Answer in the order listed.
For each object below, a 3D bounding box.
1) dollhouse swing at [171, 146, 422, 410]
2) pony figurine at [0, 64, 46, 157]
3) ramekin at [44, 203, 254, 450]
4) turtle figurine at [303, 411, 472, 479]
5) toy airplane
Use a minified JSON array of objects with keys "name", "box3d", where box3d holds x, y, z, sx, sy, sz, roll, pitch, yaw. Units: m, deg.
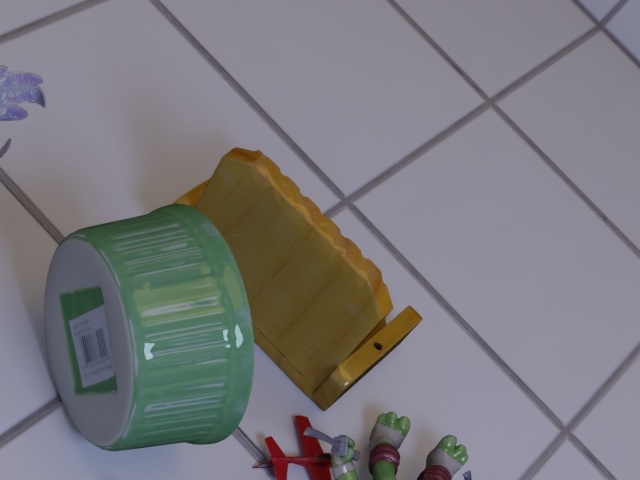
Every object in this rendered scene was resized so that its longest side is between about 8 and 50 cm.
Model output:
[{"name":"dollhouse swing","box3d":[0.000,0.000,2.099,0.347,0.305,0.315,46,41,7]},{"name":"pony figurine","box3d":[-0.531,-0.084,1.836,0.351,0.303,0.363,5,67,-23]},{"name":"ramekin","box3d":[-0.220,0.113,1.847,0.148,0.303,0.303,-9,60,-33]},{"name":"turtle figurine","box3d":[0.120,0.302,1.976,0.266,0.198,0.274,-63,142,-65]},{"name":"toy airplane","box3d":[-0.023,0.295,2.030,0.151,0.028,0.151,20,46,-22]}]
